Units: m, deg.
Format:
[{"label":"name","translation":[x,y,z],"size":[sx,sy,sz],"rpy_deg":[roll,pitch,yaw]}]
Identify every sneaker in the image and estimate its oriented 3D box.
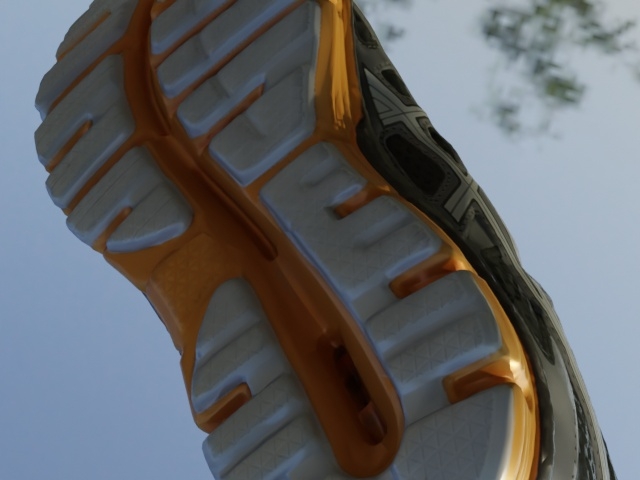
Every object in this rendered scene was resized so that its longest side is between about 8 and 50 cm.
[{"label":"sneaker","translation":[0.000,0.000,0.403],"size":[0.083,0.084,0.215],"rpy_deg":[36,-157,-44]}]
